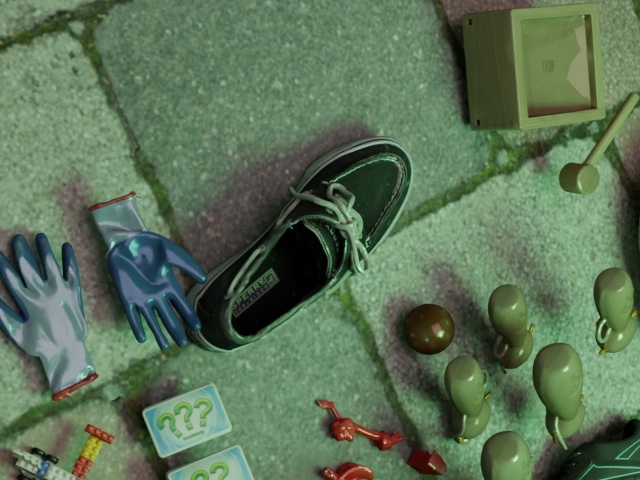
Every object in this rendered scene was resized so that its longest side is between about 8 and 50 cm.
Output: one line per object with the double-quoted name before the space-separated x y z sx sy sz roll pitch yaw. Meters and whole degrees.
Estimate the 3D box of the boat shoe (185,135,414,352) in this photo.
"boat shoe" -0.003 -0.003 1.599 0.306 0.105 0.113 -37 102 -27

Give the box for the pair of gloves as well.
"pair of gloves" -0.206 0.048 1.509 0.198 0.023 0.159 -25 93 -17

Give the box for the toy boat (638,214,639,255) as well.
"toy boat" 0.512 0.001 1.860 0.318 0.148 0.267 -5 87 -29

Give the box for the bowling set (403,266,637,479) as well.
"bowling set" 0.194 0.133 1.696 0.287 0.200 0.154 -51 150 -20

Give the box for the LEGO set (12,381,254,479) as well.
"LEGO set" -0.172 0.250 1.483 0.244 0.060 0.182 -19 82 -19

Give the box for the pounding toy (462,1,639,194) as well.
"pounding toy" 0.253 -0.152 1.772 0.181 0.094 0.206 -10 99 -34

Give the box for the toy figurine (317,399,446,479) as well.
"toy figurine" 0.038 0.330 1.522 0.191 0.217 0.362 41 67 -19

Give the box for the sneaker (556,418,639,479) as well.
"sneaker" 0.280 0.284 1.747 0.267 0.101 0.106 -23 74 -28
